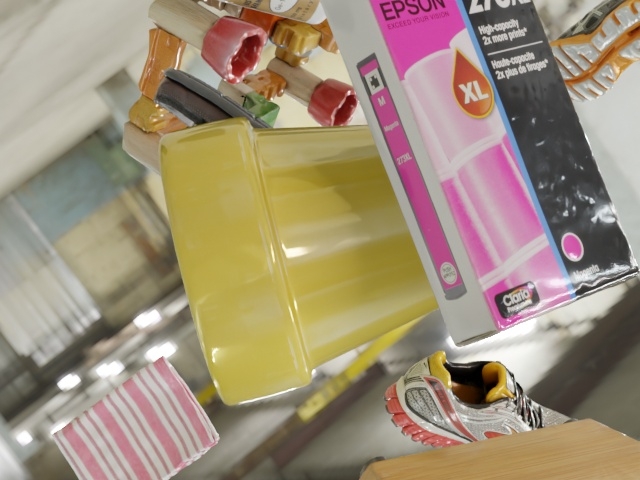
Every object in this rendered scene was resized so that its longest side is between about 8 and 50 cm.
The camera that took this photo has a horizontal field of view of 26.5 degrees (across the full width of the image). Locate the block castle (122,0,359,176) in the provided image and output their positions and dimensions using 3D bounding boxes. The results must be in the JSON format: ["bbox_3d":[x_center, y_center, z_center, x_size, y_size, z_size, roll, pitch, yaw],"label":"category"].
[{"bbox_3d":[-0.064,-0.253,2.005,0.453,0.213,0.303,-32,150,-50],"label":"block castle"}]

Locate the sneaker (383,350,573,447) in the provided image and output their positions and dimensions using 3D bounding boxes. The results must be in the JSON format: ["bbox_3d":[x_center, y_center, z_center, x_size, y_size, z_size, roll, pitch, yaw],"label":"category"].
[{"bbox_3d":[0.181,0.176,1.374,0.092,0.225,0.088,-54,-150,33],"label":"sneaker"}]

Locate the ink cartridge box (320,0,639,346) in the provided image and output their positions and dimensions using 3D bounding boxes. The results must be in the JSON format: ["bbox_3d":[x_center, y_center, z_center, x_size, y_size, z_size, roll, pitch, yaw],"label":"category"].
[{"bbox_3d":[0.119,-0.114,1.104,0.176,0.371,0.069,-19,174,-36],"label":"ink cartridge box"}]

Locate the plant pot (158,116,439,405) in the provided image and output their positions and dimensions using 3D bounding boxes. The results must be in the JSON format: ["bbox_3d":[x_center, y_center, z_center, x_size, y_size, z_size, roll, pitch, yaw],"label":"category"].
[{"bbox_3d":[0.000,0.000,1.225,0.239,0.254,0.254,-13,-172,-1],"label":"plant pot"}]

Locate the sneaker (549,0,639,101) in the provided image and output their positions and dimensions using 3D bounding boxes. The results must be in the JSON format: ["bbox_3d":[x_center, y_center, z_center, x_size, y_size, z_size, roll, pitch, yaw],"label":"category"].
[{"bbox_3d":[0.316,-0.222,1.495,0.215,0.084,0.083,-26,-152,53],"label":"sneaker"}]

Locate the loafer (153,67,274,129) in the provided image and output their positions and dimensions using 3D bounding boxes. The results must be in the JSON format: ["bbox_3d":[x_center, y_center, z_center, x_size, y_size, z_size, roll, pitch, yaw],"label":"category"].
[{"bbox_3d":[-0.052,-0.060,1.383,0.095,0.302,0.109,-56,-178,-1],"label":"loafer"}]

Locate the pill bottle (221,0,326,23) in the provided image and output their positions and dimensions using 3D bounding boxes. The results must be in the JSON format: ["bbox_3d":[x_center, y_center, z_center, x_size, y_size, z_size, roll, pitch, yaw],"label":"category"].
[{"bbox_3d":[-0.092,-0.367,1.750,0.131,0.229,0.131,-169,-90,-72],"label":"pill bottle"}]

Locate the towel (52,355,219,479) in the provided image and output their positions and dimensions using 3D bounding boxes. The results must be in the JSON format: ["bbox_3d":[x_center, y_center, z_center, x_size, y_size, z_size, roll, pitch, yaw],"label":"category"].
[{"bbox_3d":[-0.251,0.266,1.834,0.197,0.144,0.029,-36,174,5],"label":"towel"}]

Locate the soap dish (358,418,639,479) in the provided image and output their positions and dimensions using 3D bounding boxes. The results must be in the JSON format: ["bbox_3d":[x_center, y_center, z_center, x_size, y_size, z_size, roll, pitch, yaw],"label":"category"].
[{"bbox_3d":[0.112,0.247,1.009,0.291,0.118,0.229,-4,133,-40],"label":"soap dish"}]
